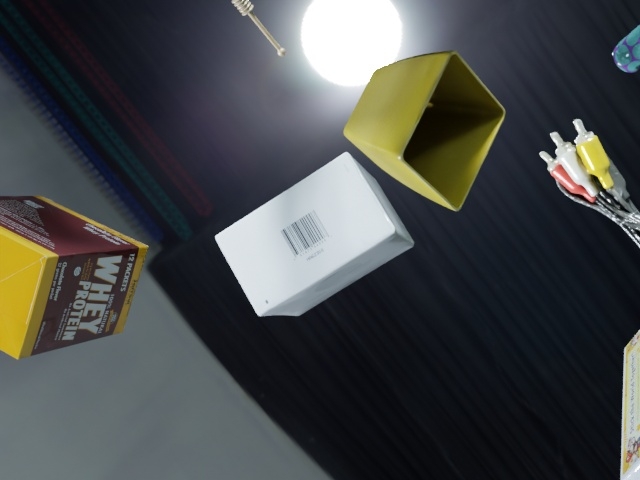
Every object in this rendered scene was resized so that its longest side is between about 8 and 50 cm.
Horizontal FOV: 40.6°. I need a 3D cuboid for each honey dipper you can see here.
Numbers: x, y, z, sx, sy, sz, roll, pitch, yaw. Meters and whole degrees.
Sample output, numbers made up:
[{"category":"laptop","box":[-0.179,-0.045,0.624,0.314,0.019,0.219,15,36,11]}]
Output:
[{"category":"honey dipper","box":[-0.122,-0.446,1.800,0.030,0.161,0.030,-29,35,23]}]

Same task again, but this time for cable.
[{"category":"cable","box":[0.438,-0.045,1.307,0.072,0.287,0.139,-27,-13,-26]}]

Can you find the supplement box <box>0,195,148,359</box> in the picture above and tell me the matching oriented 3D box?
[{"category":"supplement box","box":[-0.361,0.036,1.080,0.194,0.191,0.129,-8,-61,-66]}]

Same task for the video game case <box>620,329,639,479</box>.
[{"category":"video game case","box":[0.385,0.124,0.919,0.227,0.026,0.206,-61,-4,-53]}]

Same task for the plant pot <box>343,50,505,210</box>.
[{"category":"plant pot","box":[0.171,-0.206,1.558,0.187,0.212,0.212,19,79,43]}]

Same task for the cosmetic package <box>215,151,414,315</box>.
[{"category":"cosmetic package","box":[0.000,0.000,1.279,0.224,0.138,0.224,-32,-12,8]}]

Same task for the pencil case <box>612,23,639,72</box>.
[{"category":"pencil case","box":[0.593,-0.362,1.542,0.070,0.064,0.151,4,-21,-20]}]
